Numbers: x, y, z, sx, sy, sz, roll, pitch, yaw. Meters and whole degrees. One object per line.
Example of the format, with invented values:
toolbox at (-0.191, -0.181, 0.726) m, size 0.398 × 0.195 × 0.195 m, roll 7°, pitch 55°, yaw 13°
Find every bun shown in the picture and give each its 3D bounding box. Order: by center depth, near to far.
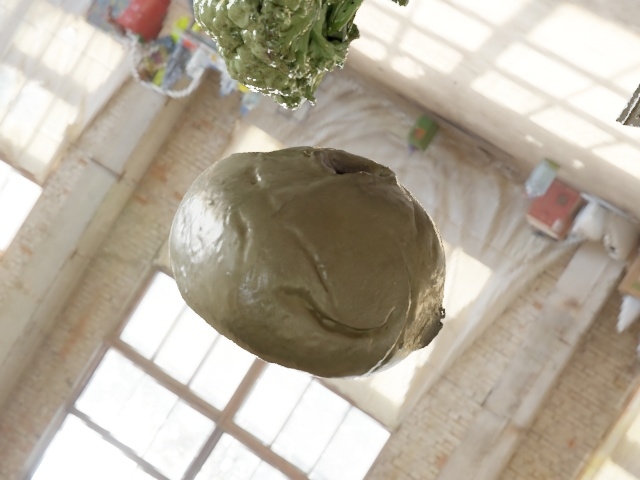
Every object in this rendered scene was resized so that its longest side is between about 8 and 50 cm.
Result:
bun at (0.000, 0.000, 0.602) m, size 0.173 × 0.113 × 0.166 m, roll 2°, pitch -150°, yaw -35°

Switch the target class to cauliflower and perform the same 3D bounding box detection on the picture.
cauliflower at (0.003, -0.261, 0.904) m, size 0.250 × 0.272 × 0.275 m, roll -7°, pitch -162°, yaw -6°

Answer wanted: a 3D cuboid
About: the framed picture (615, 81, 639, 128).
framed picture at (0.466, -0.194, 1.033) m, size 0.281 × 0.209 × 0.019 m, roll 2°, pitch -140°, yaw -31°
